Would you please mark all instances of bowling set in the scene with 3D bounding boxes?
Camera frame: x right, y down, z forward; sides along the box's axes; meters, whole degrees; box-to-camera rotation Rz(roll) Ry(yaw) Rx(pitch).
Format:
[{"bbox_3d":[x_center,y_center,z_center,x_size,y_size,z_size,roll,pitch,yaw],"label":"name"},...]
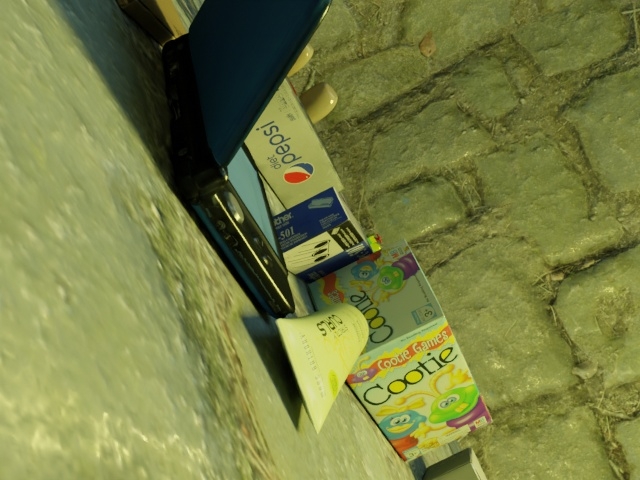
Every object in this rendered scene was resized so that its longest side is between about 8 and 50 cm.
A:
[{"bbox_3d":[-0.115,-0.314,1.277,0.200,0.154,0.287,25,36,-51],"label":"bowling set"}]

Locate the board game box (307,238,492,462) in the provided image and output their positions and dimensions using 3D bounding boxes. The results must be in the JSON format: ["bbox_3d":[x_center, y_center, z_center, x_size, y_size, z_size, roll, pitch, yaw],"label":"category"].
[{"bbox_3d":[0.113,0.155,1.014,0.275,0.142,0.144,59,7,-45],"label":"board game box"}]

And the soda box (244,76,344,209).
[{"bbox_3d":[-0.061,-0.156,1.072,0.286,0.098,0.091,55,11,-57],"label":"soda box"}]

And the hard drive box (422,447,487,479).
[{"bbox_3d":[0.239,0.434,1.185,0.181,0.089,0.232,65,5,15],"label":"hard drive box"}]

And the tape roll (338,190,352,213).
[{"bbox_3d":[-0.009,-0.094,1.384,0.189,0.080,0.189,63,6,-11],"label":"tape roll"}]

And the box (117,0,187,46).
[{"bbox_3d":[-0.194,-0.281,0.790,0.164,0.021,0.201,64,5,7],"label":"box"}]

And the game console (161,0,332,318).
[{"bbox_3d":[-0.043,-0.124,0.683,0.250,0.173,0.293,59,7,-37],"label":"game console"}]

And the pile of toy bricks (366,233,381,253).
[{"bbox_3d":[0.077,0.024,1.513,0.212,0.105,0.118,62,6,-19],"label":"pile of toy bricks"}]

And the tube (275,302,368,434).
[{"bbox_3d":[0.003,0.101,0.688,0.070,0.062,0.240,29,6,8],"label":"tube"}]

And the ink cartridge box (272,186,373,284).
[{"bbox_3d":[0.000,0.000,0.908,0.046,0.097,0.207,65,5,15],"label":"ink cartridge box"}]
